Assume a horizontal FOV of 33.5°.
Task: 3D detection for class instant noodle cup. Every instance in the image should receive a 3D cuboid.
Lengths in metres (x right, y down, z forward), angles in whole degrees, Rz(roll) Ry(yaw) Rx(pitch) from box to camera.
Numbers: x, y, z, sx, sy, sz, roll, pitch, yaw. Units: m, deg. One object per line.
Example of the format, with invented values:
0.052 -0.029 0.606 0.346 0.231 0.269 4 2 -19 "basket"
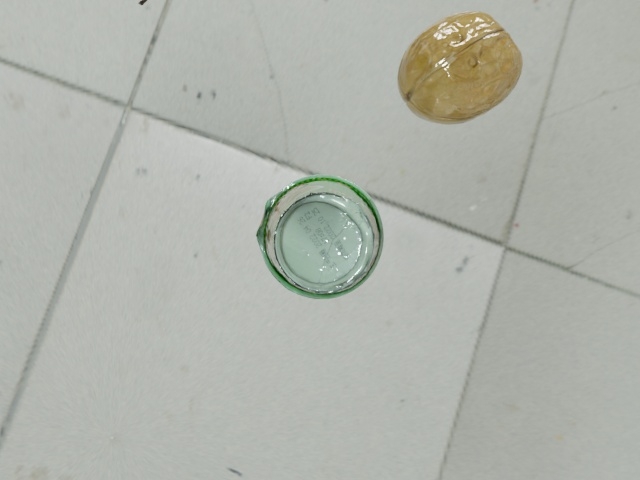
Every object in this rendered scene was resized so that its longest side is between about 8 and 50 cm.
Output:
0.000 0.000 1.606 0.207 0.232 0.207 0 93 0 "instant noodle cup"

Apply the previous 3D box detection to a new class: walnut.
0.216 -0.269 1.667 0.197 0.165 0.165 -25 85 -19 "walnut"

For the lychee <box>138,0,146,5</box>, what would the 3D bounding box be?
-0.138 -0.301 0.914 0.114 0.140 0.101 -16 54 14 "lychee"
